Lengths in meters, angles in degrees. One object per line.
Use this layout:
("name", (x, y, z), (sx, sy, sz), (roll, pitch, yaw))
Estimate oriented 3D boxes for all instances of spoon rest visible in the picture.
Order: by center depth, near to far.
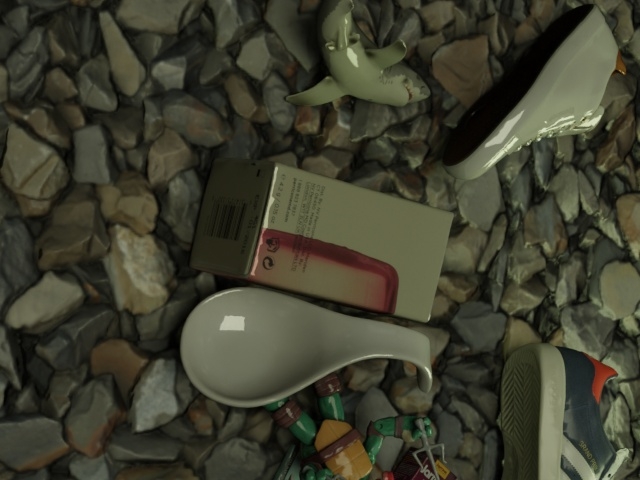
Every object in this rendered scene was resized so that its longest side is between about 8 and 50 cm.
("spoon rest", (-0.011, 0.115, 1.689), (0.276, 0.084, 0.137), (3, 62, -11))

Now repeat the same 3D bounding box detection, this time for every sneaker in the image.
("sneaker", (0.267, -0.148, 1.883), (0.290, 0.106, 0.123), (-45, 111, -21))
("sneaker", (0.292, 0.302, 1.916), (0.148, 0.131, 0.350), (8, 89, -26))

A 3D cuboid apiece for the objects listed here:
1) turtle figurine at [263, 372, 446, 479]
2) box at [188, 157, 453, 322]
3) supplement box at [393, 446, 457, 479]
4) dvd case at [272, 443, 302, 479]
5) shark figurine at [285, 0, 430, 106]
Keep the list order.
("turtle figurine", (0.022, 0.226, 1.752), (0.175, 0.118, 0.234), (-33, 87, -42))
("box", (0.000, 0.000, 1.715), (0.232, 0.148, 0.127), (15, 86, -30))
("supplement box", (0.111, 0.292, 1.861), (0.055, 0.043, 0.083), (43, 72, -24))
("dvd case", (-0.006, 0.295, 1.811), (0.119, 0.013, 0.087), (34, 77, -26))
("shark figurine", (0.031, -0.247, 1.729), (0.166, 0.278, 0.116), (-10, 58, -1))
